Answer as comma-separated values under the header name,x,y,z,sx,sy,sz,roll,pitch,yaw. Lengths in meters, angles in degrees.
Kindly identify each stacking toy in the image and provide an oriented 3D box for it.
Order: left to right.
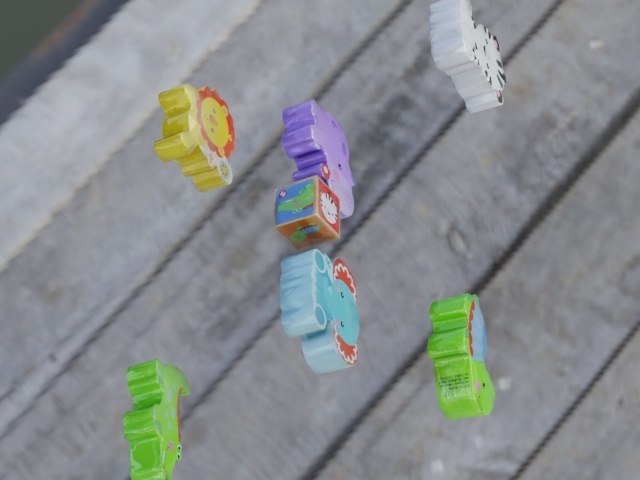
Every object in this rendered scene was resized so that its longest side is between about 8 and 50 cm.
name,x,y,z,sx,sy,sz,roll,pitch,yaw
stacking toy,0.000,0.000,0.731,0.167,0.052,0.221,-15,53,25
